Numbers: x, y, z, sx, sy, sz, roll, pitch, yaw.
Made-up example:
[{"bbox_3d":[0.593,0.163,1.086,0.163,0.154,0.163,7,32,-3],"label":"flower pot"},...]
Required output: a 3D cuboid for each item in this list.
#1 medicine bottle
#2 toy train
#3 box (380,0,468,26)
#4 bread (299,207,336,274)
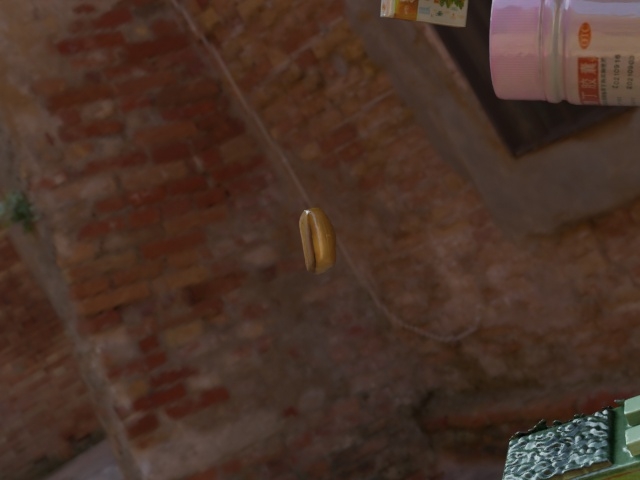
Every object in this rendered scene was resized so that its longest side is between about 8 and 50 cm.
[{"bbox_3d":[0.426,-0.304,1.695,0.316,0.202,0.202,4,17,20],"label":"medicine bottle"},{"bbox_3d":[0.353,0.312,1.387,0.272,0.188,0.159,-23,19,27],"label":"toy train"},{"bbox_3d":[0.145,-0.399,1.488,0.122,0.220,0.032,2,6,-23],"label":"box"},{"bbox_3d":[0.000,0.000,1.934,0.056,0.115,0.082,-5,-18,-14],"label":"bread"}]
